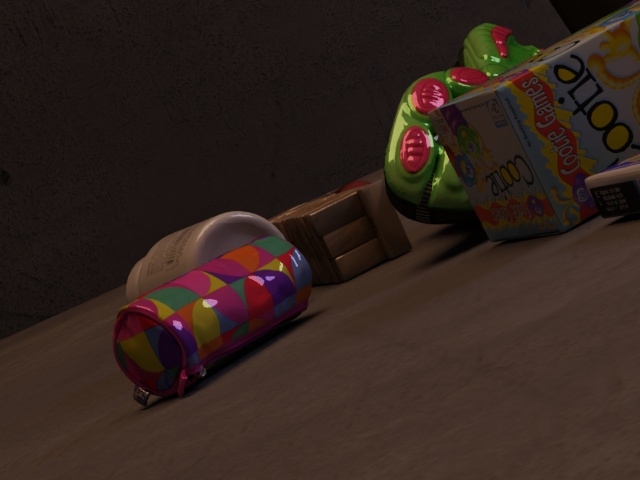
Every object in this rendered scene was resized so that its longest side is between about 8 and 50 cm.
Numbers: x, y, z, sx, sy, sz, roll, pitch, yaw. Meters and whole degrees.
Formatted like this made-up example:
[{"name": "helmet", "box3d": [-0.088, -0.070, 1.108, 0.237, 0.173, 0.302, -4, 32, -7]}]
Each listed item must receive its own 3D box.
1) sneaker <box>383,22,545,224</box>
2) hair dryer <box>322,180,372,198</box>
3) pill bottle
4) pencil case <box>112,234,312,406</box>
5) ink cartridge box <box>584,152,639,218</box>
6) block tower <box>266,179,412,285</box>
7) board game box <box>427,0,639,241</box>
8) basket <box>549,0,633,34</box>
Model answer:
[{"name": "sneaker", "box3d": [0.177, -0.098, 1.695, 0.202, 0.185, 0.483, -67, -10, 24]}, {"name": "hair dryer", "box3d": [0.000, 0.000, 2.151, 0.223, 0.080, 0.293, -43, 4, -17]}, {"name": "pill bottle", "box3d": [-0.135, 0.048, 1.731, 0.131, 0.131, 0.229, -27, 5, -30]}, {"name": "pencil case", "box3d": [-0.102, 0.074, 1.475, 0.104, 0.104, 0.236, -21, 7, 39]}, {"name": "ink cartridge box", "box3d": [0.344, -0.083, 1.179, 0.208, 0.045, 0.206, -27, 5, -18]}, {"name": "block tower", "box3d": [-0.004, 0.001, 1.847, 0.097, 0.091, 0.335, -27, 4, -20]}, {"name": "board game box", "box3d": [0.267, -0.127, 1.403, 0.275, 0.142, 0.144, -30, 7, -20]}, {"name": "basket", "box3d": [0.421, -0.280, 1.958, 0.204, 0.226, 0.154, -24, 4, 18]}]
